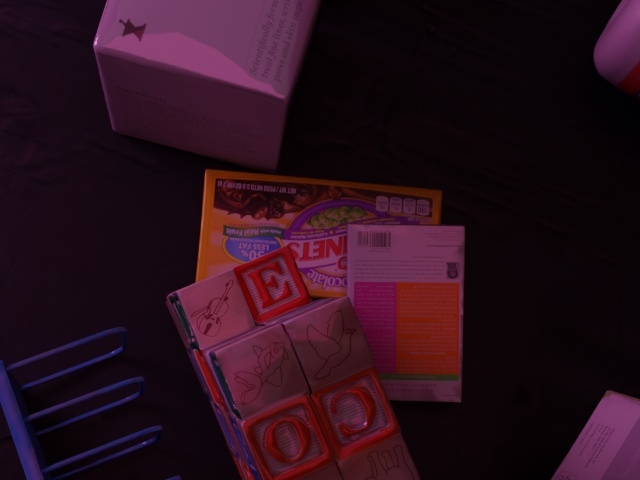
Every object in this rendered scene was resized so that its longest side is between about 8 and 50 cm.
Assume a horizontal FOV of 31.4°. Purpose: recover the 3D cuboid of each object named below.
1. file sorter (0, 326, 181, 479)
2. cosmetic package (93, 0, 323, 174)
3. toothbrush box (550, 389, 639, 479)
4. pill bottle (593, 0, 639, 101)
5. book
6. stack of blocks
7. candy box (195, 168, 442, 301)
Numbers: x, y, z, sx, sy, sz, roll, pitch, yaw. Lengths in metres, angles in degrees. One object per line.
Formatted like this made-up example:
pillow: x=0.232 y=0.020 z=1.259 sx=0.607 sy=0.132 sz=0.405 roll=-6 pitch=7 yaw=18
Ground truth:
file sorter: x=-0.170 y=0.165 z=0.865 sx=0.104 sy=0.118 sz=0.170 roll=-19 pitch=79 yaw=-13
cosmetic package: x=-0.083 y=-0.165 z=0.921 sx=0.151 sy=0.184 sz=0.151 roll=15 pitch=75 yaw=-2
toothbrush box: x=0.267 y=0.277 z=0.816 sx=0.283 sy=0.122 sz=0.206 roll=46 pitch=72 yaw=-29
pill bottle: x=0.410 y=-0.139 z=0.967 sx=0.323 sy=0.181 sz=0.181 roll=33 pitch=75 yaw=3
book: x=0.069 y=0.059 z=0.938 sx=0.096 sy=0.035 sz=0.144 roll=1 pitch=94 yaw=-2
stack of blocks: x=-0.031 y=0.098 z=0.790 sx=0.087 sy=0.297 sz=0.171 roll=-23 pitch=90 yaw=-11
candy box: x=0.000 y=0.000 z=0.970 sx=0.206 sy=0.027 sz=0.105 roll=4 pitch=80 yaw=-5
